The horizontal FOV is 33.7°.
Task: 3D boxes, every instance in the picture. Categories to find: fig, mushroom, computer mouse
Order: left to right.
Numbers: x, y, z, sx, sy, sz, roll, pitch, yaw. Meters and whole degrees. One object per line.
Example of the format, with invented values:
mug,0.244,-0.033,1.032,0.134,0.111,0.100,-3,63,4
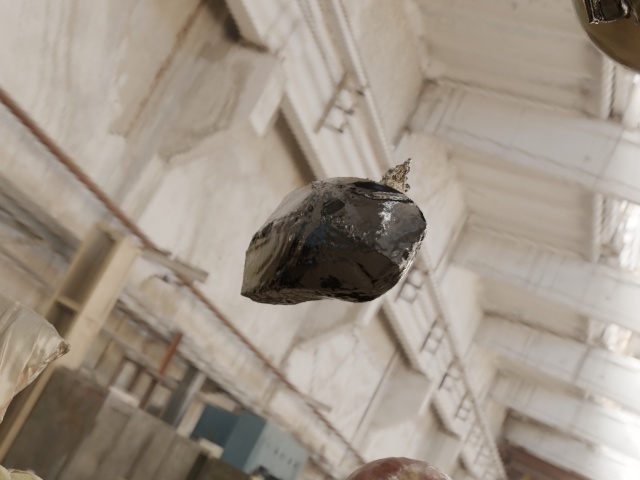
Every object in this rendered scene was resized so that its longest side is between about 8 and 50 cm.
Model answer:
computer mouse,0.000,0.000,0.949,0.073,0.122,0.217,38,-25,-27
fig,0.075,0.343,1.226,0.143,0.160,0.230,41,-30,18
mushroom,0.396,-0.293,1.237,0.206,0.206,0.209,19,20,31

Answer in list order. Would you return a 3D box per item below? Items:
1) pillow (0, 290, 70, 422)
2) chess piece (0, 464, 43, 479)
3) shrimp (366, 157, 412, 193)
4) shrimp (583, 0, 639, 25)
pillow,-0.357,0.153,0.985,0.173,0.270,0.067,20,-28,16
chess piece,-0.147,0.247,0.807,0.301,0.137,0.137,17,-7,-31
shrimp,0.088,-0.071,1.761,0.117,0.262,0.066,-16,-63,25
shrimp,0.315,-0.264,1.088,0.145,0.059,0.254,22,-27,33
